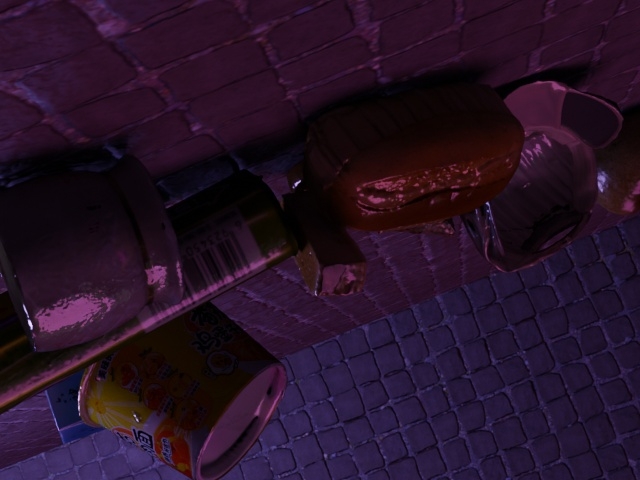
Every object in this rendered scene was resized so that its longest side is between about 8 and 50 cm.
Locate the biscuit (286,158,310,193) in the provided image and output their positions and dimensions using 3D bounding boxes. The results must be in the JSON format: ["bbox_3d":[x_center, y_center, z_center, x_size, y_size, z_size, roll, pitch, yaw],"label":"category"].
[{"bbox_3d":[0.063,-0.091,1.189,0.236,0.039,0.180,-9,165,-46],"label":"biscuit"}]

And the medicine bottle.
[{"bbox_3d":[-0.203,0.009,0.885,0.143,0.147,0.147,-21,170,-21],"label":"medicine bottle"}]

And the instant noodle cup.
[{"bbox_3d":[-0.187,0.211,1.466,0.264,0.200,0.264,-47,157,-27],"label":"instant noodle cup"}]

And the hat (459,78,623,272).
[{"bbox_3d":[0.244,-0.088,1.260,0.232,0.161,0.275,-50,151,-10],"label":"hat"}]

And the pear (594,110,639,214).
[{"bbox_3d":[0.487,-0.123,1.578,0.167,0.137,0.167,-21,152,-12],"label":"pear"}]

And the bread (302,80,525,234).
[{"bbox_3d":[0.099,-0.080,1.051,0.236,0.106,0.140,-14,145,-26],"label":"bread"}]

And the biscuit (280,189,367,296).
[{"bbox_3d":[0.000,0.000,1.062,0.056,0.052,0.188,1,-155,-15],"label":"biscuit"}]

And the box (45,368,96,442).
[{"bbox_3d":[-0.397,0.235,1.629,0.083,0.143,0.232,-18,169,-15],"label":"box"}]

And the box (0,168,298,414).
[{"bbox_3d":[-0.194,0.049,1.031,0.345,0.097,0.134,-29,-158,-11],"label":"box"}]

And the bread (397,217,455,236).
[{"bbox_3d":[0.128,-0.065,1.333,0.154,0.054,0.136,13,-137,31],"label":"bread"}]
